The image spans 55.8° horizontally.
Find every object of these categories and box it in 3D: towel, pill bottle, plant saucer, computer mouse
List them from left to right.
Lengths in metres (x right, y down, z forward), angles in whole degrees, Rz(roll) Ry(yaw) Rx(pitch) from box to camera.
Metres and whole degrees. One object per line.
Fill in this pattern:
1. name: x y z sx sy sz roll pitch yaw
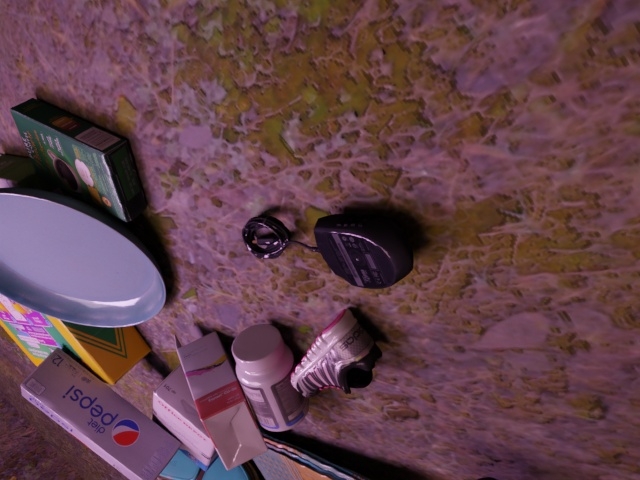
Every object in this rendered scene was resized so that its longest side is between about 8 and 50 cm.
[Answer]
1. plant saucer: -0.377 0.027 0.885 0.317 0.044 0.317 6 142 5
2. pill bottle: -0.066 0.181 0.800 0.078 0.078 0.137 14 134 35
3. computer mouse: 0.000 0.000 0.598 0.242 0.041 0.071 8 133 48
4. towel: 0.037 0.431 0.940 0.370 0.040 0.271 1 123 51

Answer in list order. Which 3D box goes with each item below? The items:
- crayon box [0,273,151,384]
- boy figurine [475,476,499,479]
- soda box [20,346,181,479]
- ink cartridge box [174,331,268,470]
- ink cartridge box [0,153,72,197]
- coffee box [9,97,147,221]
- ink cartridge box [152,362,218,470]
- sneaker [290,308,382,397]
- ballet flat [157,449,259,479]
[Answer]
1. crayon box: -0.535 0.116 1.166 0.363 0.106 0.313 -3 125 45
2. boy figurine: 0.179 0.372 0.706 0.177 0.092 0.285 -12 134 10
3. soda box: -0.398 0.324 1.095 0.286 0.091 0.098 39 147 -4
4. ink cartridge box: -0.150 0.217 0.887 0.198 0.067 0.115 49 159 53
5. ink cartridge box: -0.476 -0.073 0.957 0.209 0.062 0.109 12 134 37
6. coffee box: -0.314 -0.106 0.784 0.184 0.040 0.113 24 140 25
7. ink cartridge box: -0.227 0.321 1.092 0.139 0.082 0.190 36 143 10
8. sneaker: 0.020 0.149 0.695 0.075 0.063 0.170 42 140 13
9. ballet flat: -0.211 0.488 1.234 0.348 0.123 0.123 -1 125 44
